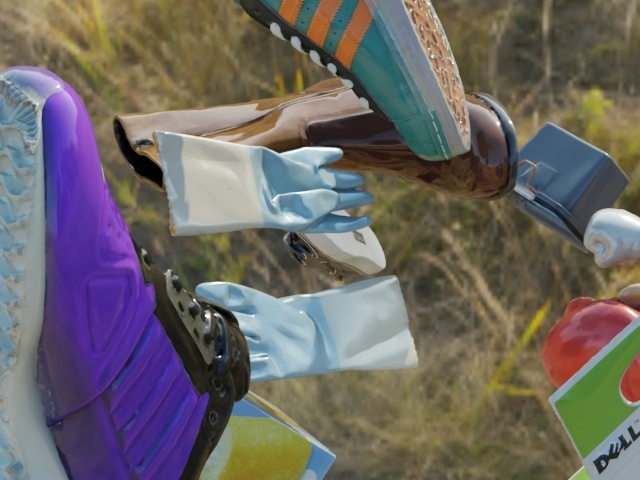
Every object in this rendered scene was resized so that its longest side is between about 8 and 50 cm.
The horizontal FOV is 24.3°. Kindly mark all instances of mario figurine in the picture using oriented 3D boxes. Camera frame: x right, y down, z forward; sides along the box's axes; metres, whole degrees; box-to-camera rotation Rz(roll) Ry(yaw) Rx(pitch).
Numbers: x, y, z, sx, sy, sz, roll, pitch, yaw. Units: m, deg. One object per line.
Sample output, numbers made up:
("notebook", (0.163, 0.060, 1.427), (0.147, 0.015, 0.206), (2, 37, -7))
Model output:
("mario figurine", (0.351, 0.059, 1.398), (0.320, 0.170, 0.198), (-20, 63, -10))

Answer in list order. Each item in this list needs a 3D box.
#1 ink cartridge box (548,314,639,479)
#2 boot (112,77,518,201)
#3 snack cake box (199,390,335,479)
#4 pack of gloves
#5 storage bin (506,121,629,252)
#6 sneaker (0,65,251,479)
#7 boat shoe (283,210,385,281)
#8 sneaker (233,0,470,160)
("ink cartridge box", (0.246, 0.144, 1.051), (0.189, 0.255, 0.097), (-38, 24, -20))
("boot", (-0.006, -0.083, 1.241), (0.280, 0.096, 0.264), (-8, 28, -27))
("snack cake box", (-0.134, 0.133, 1.238), (0.089, 0.264, 0.152), (-57, 23, -2))
("pack of gloves", (-0.035, 0.018, 1.169), (0.232, 0.046, 0.195), (1, 70, -46))
("storage bin", (0.254, -0.067, 1.580), (0.091, 0.098, 0.135), (-50, 40, -2))
("sneaker", (-0.105, 0.043, 0.736), (0.146, 0.293, 0.102), (-19, 34, -33))
("boat shoe", (0.000, 0.000, 1.642), (0.076, 0.228, 0.080), (-24, 72, 15))
("sneaker", (0.007, -0.182, 1.134), (0.121, 0.302, 0.108), (-28, 7, 19))
